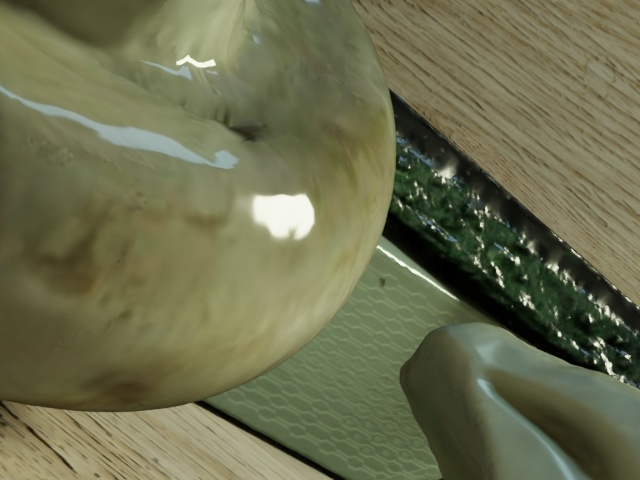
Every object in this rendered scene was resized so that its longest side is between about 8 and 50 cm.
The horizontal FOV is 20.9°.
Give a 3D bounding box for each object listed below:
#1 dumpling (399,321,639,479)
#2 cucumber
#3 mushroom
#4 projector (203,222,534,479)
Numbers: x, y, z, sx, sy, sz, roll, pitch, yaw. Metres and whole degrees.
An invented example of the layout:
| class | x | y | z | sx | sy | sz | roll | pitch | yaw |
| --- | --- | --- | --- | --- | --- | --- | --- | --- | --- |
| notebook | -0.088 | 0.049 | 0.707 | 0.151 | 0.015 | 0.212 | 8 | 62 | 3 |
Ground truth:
| class | x | y | z | sx | sy | sz | roll | pitch | yaw |
| --- | --- | --- | --- | --- | --- | --- | --- | --- | --- |
| dumpling | 0.099 | 0.133 | 0.364 | 0.252 | 0.131 | 0.179 | 52 | -10 | 37 |
| cucumber | 0.076 | 0.002 | 0.750 | 0.220 | 0.046 | 0.070 | 41 | 8 | -15 |
| mushroom | -0.064 | -0.081 | 0.506 | 0.243 | 0.243 | 0.243 | 36 | 3 | -2 |
| projector | -0.044 | -0.014 | 0.780 | 0.250 | 0.108 | 0.198 | 32 | 17 | -37 |
